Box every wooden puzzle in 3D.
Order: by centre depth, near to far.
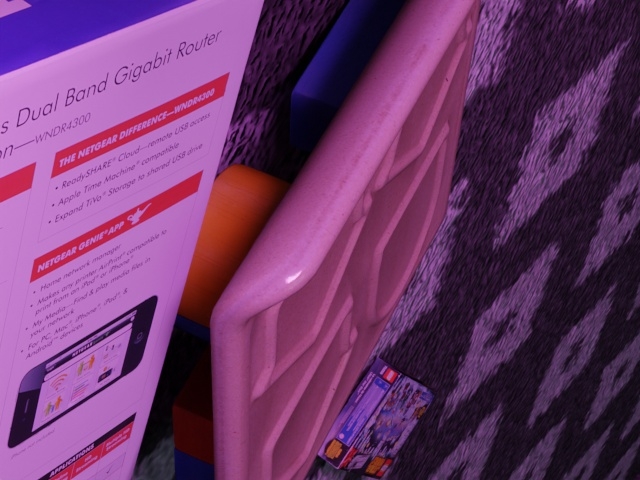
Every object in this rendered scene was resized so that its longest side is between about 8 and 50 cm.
[{"bbox_3d":[0.000,0.000,0.922,0.322,0.080,0.348,-59,169,-34],"label":"wooden puzzle"}]

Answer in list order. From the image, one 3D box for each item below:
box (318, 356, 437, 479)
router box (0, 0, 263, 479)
[{"bbox_3d":[0.049,0.152,1.380,0.094,0.027,0.137,-56,160,0],"label":"box"},{"bbox_3d":[-0.180,0.044,0.641,0.335,0.082,0.301,-31,147,-49],"label":"router box"}]
